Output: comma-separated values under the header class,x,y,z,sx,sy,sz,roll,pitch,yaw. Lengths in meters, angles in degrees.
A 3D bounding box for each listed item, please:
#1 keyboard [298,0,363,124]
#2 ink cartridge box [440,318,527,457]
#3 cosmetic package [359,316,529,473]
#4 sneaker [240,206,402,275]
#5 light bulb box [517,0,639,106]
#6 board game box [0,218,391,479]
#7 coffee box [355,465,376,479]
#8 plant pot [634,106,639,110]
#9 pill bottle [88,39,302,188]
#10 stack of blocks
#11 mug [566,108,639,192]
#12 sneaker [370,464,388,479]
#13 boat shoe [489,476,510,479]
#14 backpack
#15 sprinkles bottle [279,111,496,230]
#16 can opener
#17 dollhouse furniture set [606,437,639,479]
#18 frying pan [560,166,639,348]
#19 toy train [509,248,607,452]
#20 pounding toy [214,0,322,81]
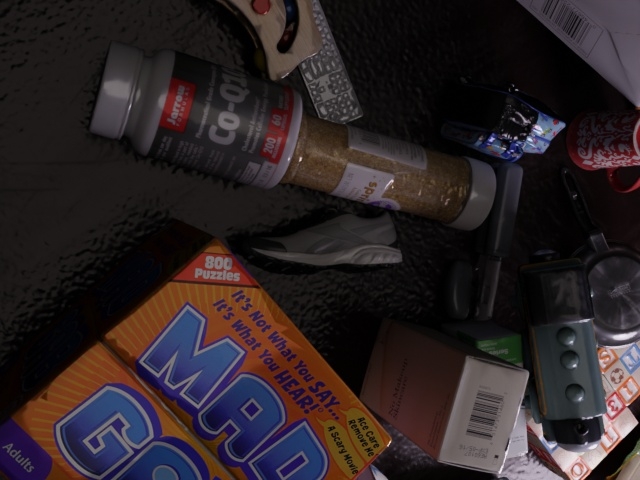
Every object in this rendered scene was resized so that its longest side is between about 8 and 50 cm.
class,x,y,z,sx,sy,sz,roll,pitch,yaw
keyboard,-0.009,-0.309,1.301,0.072,0.014,0.256,-26,102,-14
ink cartridge box,0.278,0.251,1.371,0.087,0.153,0.208,-7,96,-14
cosmetic package,0.182,0.231,1.256,0.113,0.309,0.160,16,89,-19
sneaker,0.000,0.000,1.298,0.272,0.100,0.108,-2,81,-21
light bulb box,0.538,-0.484,1.285,0.361,0.225,0.358,-40,77,-10
board game box,-0.196,0.226,1.108,0.356,0.356,0.356,-42,106,-10
coffee box,-0.008,0.472,1.283,0.246,0.098,0.141,-21,124,-3
plant pot,0.744,-0.206,1.431,0.203,0.291,0.290,-14,99,-33
pill bottle,-0.184,-0.186,1.178,0.283,0.161,0.161,14,90,-19
stack of blocks,0.504,0.281,1.480,0.297,0.087,0.171,-42,106,-10
mug,0.543,-0.169,1.409,0.150,0.169,0.113,40,82,-16
sneaker,0.028,0.388,1.339,0.237,0.086,0.085,35,82,-19
boat shoe,0.209,0.484,1.417,0.319,0.116,0.099,-4,53,-11
backpack,0.313,-0.195,1.348,0.173,0.158,0.117,17,98,-30
sprinkles bottle,0.105,-0.111,1.300,0.355,0.121,0.121,13,91,-18
can opener,0.279,0.001,1.390,0.095,0.076,0.283,8,91,-19
dollhouse furniture set,0.661,0.536,1.567,0.301,0.151,0.197,49,58,2
frying pan,0.527,0.031,1.434,0.197,0.053,0.326,5,83,-5
toy train,0.392,0.179,1.307,0.142,0.190,0.334,-7,86,10
pounding toy,-0.093,-0.371,1.191,0.154,0.155,0.269,-18,101,-10
